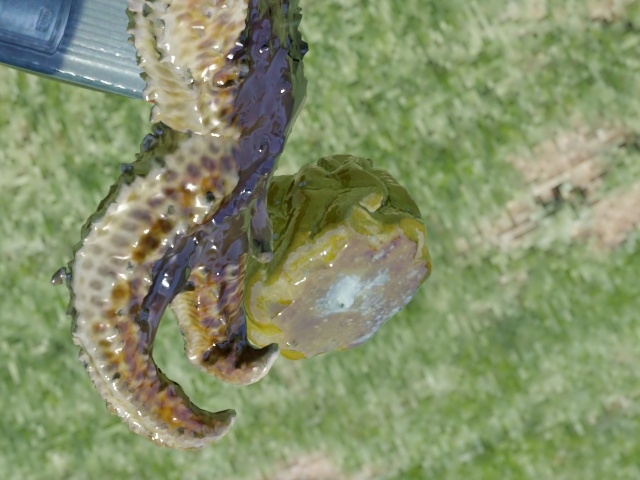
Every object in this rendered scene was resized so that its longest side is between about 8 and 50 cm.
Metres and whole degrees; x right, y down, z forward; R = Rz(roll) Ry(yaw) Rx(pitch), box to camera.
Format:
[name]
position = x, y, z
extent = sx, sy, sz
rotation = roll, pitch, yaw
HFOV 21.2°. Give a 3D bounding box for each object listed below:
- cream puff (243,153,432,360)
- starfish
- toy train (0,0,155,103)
[cream puff]
position = 0.000, 0.000, 1.133
extent = 0.146, 0.116, 0.146
rotation = -20, 144, -15
[starfish]
position = -0.025, -0.052, 0.528
extent = 0.071, 0.216, 0.238
rotation = 15, 155, 0
[toy train]
position = -0.201, -0.146, 0.940
extent = 0.409, 0.089, 0.086
rotation = 14, 96, -26
